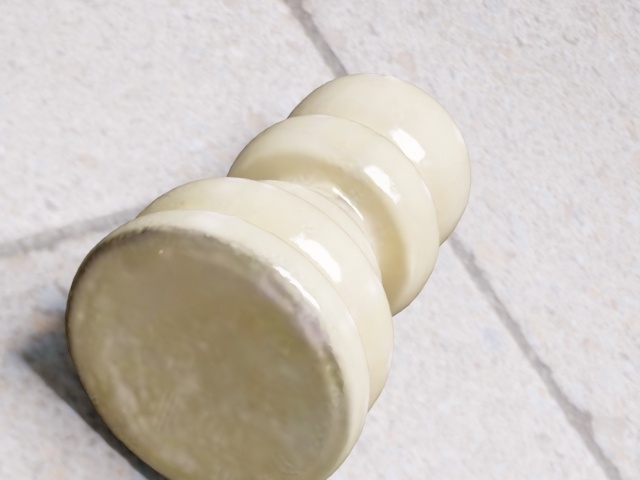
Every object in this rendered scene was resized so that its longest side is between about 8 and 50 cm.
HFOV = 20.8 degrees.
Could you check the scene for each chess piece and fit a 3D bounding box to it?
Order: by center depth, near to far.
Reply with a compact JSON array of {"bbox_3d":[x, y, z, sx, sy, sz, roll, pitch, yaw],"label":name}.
[{"bbox_3d":[0.000,0.000,0.992,0.167,0.167,0.300,42,37,-1],"label":"chess piece"}]
